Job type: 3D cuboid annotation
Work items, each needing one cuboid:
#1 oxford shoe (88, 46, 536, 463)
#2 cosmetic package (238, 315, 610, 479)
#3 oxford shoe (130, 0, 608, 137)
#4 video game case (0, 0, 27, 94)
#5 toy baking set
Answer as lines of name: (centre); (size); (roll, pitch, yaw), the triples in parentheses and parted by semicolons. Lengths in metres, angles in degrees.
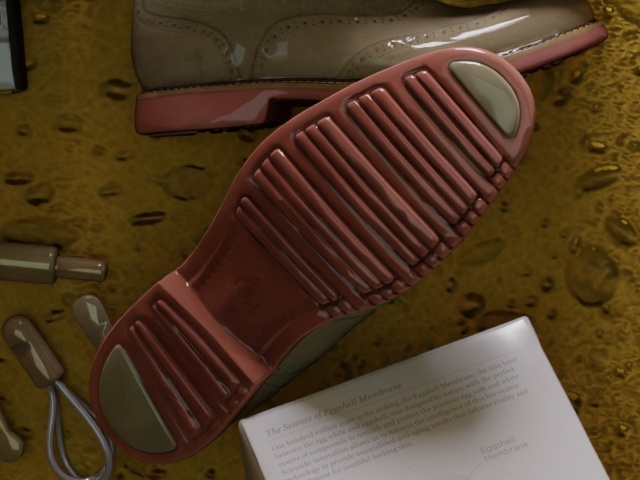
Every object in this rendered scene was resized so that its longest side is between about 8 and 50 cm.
oxford shoe: (0.000, 0.000, 1.416); (0.397, 0.146, 0.140); (-39, 84, 22)
cosmetic package: (0.087, 0.208, 1.402); (0.224, 0.138, 0.224); (-19, 62, -9)
oxford shoe: (0.029, -0.157, 1.434); (0.348, 0.123, 0.130); (-8, 91, 3)
video game case: (-0.354, -0.238, 1.484); (0.248, 0.035, 0.274); (-3, 98, 4)
toy baking set: (-0.229, 0.095, 1.531); (0.256, 0.030, 0.196); (1, 101, 3)
